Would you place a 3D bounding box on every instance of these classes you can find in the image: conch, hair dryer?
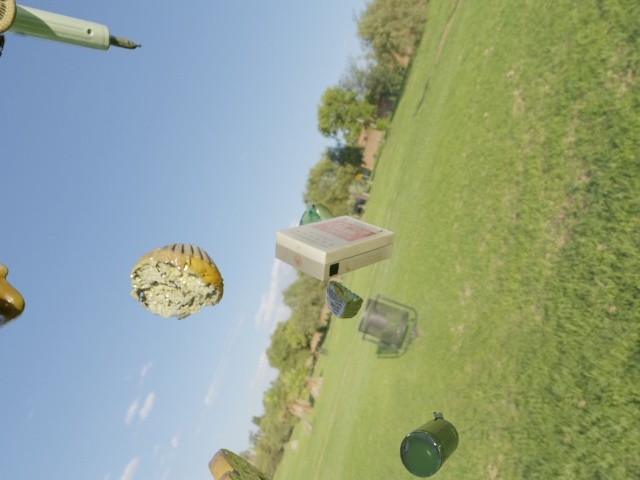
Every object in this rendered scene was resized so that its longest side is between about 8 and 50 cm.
[{"bbox_3d":[-0.002,0.000,1.164,0.188,0.122,0.175,-83,-23,-82],"label":"conch"},{"bbox_3d":[-0.478,-0.364,0.841,0.357,0.173,0.107,-8,-78,-51],"label":"hair dryer"}]

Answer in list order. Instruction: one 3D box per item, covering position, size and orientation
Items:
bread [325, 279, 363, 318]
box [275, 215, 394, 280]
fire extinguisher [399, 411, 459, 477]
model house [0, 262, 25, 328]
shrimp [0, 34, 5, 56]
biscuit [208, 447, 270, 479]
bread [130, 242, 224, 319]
[{"bbox_3d":[0.075,0.209,1.640,0.232,0.128,0.087,86,-151,-71],"label":"bread"},{"bbox_3d":[0.029,0.009,0.949,0.201,0.141,0.058,-13,-64,-42],"label":"box"},{"bbox_3d":[0.276,0.487,1.188,0.311,0.096,0.114,28,-142,-62],"label":"fire extinguisher"},{"bbox_3d":[-0.551,0.088,0.594,0.220,0.199,0.229,-42,-2,16],"label":"model house"},{"bbox_3d":[-0.662,-0.373,0.834,0.253,0.058,0.173,-36,-51,-66],"label":"shrimp"},{"bbox_3d":[-0.093,0.482,0.857,0.052,0.275,0.355,-51,27,-17],"label":"biscuit"},{"bbox_3d":[-0.415,0.111,1.427,0.149,0.274,0.274,-93,13,-44],"label":"bread"}]
